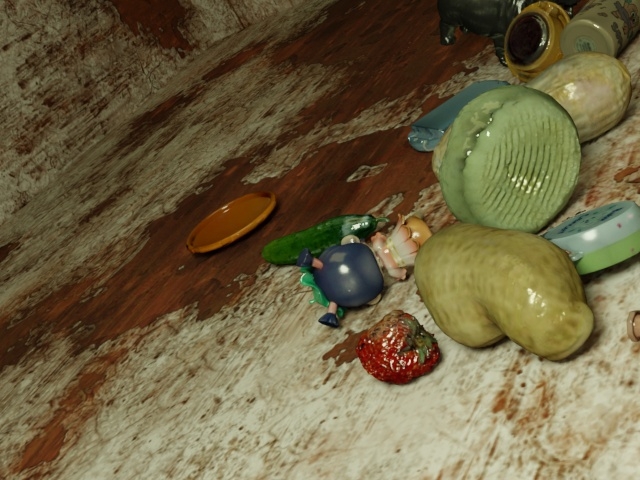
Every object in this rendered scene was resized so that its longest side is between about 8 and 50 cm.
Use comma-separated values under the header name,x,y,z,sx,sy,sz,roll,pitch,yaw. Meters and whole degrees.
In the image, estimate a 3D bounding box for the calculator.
name,x,y,z,sx,sy,sz,roll,pitch,yaw
calculator,0.245,-0.222,1.812,0.210,0.039,0.121,-35,22,-14

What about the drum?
name,x,y,z,sx,sy,sz,roll,pitch,yaw
drum,0.280,0.002,1.223,0.130,0.049,0.253,-27,7,-24

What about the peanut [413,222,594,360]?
name,x,y,z,sx,sy,sz,roll,pitch,yaw
peanut,0.197,0.054,1.126,0.122,0.137,0.253,9,-1,-31

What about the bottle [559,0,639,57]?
name,x,y,z,sx,sy,sz,roll,pitch,yaw
bottle,0.493,-0.370,1.741,0.110,0.097,0.209,25,51,27

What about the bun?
name,x,y,z,sx,sy,sz,roll,pitch,yaw
bun,0.233,-0.102,1.320,0.195,0.195,0.118,-34,27,-8

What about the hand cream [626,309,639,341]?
name,x,y,z,sx,sy,sz,roll,pitch,yaw
hand cream,0.380,0.077,0.934,0.210,0.043,0.067,-3,36,42

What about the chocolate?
name,x,y,z,sx,sy,sz,roll,pitch,yaw
chocolate,0.301,-0.166,1.477,0.309,0.134,0.134,-29,20,4

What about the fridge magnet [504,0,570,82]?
name,x,y,z,sx,sy,sz,roll,pitch,yaw
fridge magnet,0.374,-0.344,1.801,0.063,0.143,0.143,7,-9,-41

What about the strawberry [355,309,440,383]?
name,x,y,z,sx,sy,sz,roll,pitch,yaw
strawberry,0.084,0.123,1.178,0.096,0.083,0.083,-20,21,49

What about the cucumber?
name,x,y,z,sx,sy,sz,roll,pitch,yaw
cucumber,0.000,0.000,1.610,0.250,0.056,0.056,-19,23,35

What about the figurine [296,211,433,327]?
name,x,y,z,sx,sy,sz,roll,pitch,yaw
figurine,0.063,0.026,1.385,0.195,0.111,0.102,-31,0,2

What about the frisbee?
name,x,y,z,sx,sy,sz,roll,pitch,yaw
frisbee,-0.160,-0.028,1.923,0.192,0.035,0.192,-26,22,11

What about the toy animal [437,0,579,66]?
name,x,y,z,sx,sy,sz,roll,pitch,yaw
toy animal,0.367,-0.414,1.924,0.343,0.168,0.106,14,45,44
